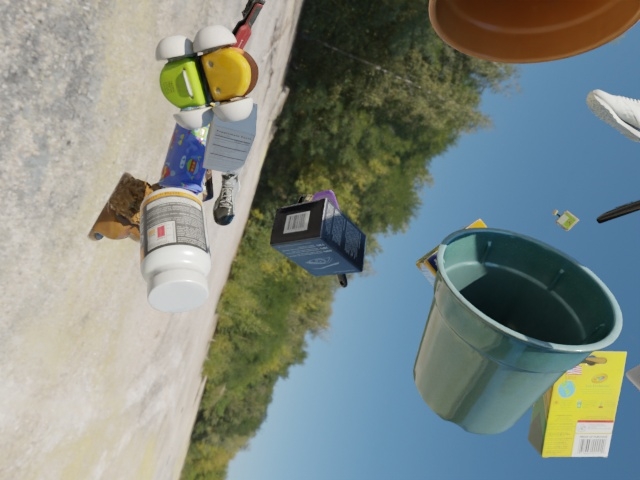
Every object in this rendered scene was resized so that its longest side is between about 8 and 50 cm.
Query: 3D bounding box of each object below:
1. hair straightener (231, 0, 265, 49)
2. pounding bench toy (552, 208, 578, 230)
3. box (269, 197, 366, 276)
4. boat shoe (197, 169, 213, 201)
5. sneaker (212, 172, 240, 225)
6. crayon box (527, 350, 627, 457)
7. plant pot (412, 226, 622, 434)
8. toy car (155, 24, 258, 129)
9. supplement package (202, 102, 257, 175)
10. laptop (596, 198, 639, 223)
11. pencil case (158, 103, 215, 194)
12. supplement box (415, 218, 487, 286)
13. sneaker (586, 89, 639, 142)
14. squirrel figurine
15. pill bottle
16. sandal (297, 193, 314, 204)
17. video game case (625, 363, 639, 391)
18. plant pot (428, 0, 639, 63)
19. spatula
[{"bbox_3d":[-0.214,-0.637,1.254,0.230,0.047,0.089,-50,-129,40],"label":"hair straightener"},{"bbox_3d":[0.875,-0.080,1.599,0.052,0.083,0.065,-51,163,15],"label":"pounding bench toy"},{"bbox_3d":[0.000,0.000,1.106,0.153,0.207,0.108,-8,-120,32],"label":"box"},{"bbox_3d":[-0.449,-0.304,1.661,0.123,0.123,0.342,23,-59,41],"label":"boat shoe"},{"bbox_3d":[-0.353,-0.176,1.641,0.132,0.086,0.229,103,-8,-57],"label":"sneaker"},{"bbox_3d":[0.715,0.442,1.239,0.081,0.202,0.319,-110,-157,-77],"label":"crayon box"},{"bbox_3d":[0.360,0.204,0.931,0.341,0.340,0.334,-82,-177,-54],"label":"plant pot"},{"bbox_3d":[-0.200,-0.299,0.815,0.136,0.181,0.159,-63,144,-61],"label":"toy car"},{"bbox_3d":[-0.235,-0.267,1.141,0.179,0.105,0.105,130,-35,-54],"label":"supplement package"},{"bbox_3d":[0.744,-0.038,0.653,0.382,0.407,0.237,-37,-108,62],"label":"laptop"},{"bbox_3d":[-0.380,-0.275,1.316,0.119,0.133,0.306,-7,-111,63],"label":"pencil case"},{"bbox_3d":[0.464,0.143,1.254,0.195,0.357,0.194,-38,174,1],"label":"supplement box"},{"bbox_3d":[0.944,-0.407,1.382,0.095,0.235,0.090,-54,-177,16],"label":"sneaker"},{"bbox_3d":[-0.618,-0.080,1.684,0.397,0.370,0.281,-22,-136,53],"label":"squirrel figurine"},{"bbox_3d":[-0.347,0.021,1.059,0.162,0.162,0.279,114,-32,-45],"label":"pill bottle"},{"bbox_3d":[-0.051,-0.116,1.411,0.180,0.049,0.072,-60,162,-85],"label":"sandal"},{"bbox_3d":[0.521,0.192,0.523,0.183,0.023,0.201,-37,-143,12],"label":"video game case"},{"bbox_3d":[0.322,-0.426,0.647,0.291,0.290,0.204,155,-54,-81],"label":"plant pot"},{"bbox_3d":[0.038,-0.001,1.312,0.030,0.084,0.297,-20,100,-52],"label":"spatula"}]
